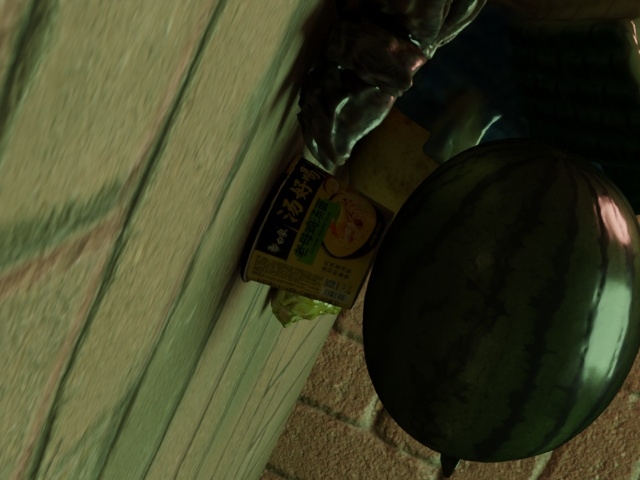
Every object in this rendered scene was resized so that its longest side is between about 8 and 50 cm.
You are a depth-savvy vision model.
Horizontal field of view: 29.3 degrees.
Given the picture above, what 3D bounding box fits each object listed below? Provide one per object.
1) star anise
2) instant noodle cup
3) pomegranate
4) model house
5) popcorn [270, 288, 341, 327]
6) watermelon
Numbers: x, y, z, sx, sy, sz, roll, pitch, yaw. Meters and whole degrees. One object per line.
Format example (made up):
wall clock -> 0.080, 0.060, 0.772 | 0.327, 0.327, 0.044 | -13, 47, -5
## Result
star anise -> 0.054, -0.176, 1.055 | 0.236, 0.109, 0.223 | -45, -179, 42
instant noodle cup -> 0.000, 0.000, 1.284 | 0.151, 0.122, 0.151 | -63, 176, -7
pomegranate -> 0.218, -0.085, 1.809 | 0.416, 0.417, 0.416 | -63, 175, -10
model house -> 0.344, -0.189, 1.406 | 0.400, 0.395, 0.445 | -55, -157, -8
popcorn -> -0.024, 0.072, 1.660 | 0.097, 0.089, 0.109 | -29, 174, 16
watermelon -> 0.181, 0.074, 1.242 | 0.279, 0.279, 0.359 | -55, 163, -59
